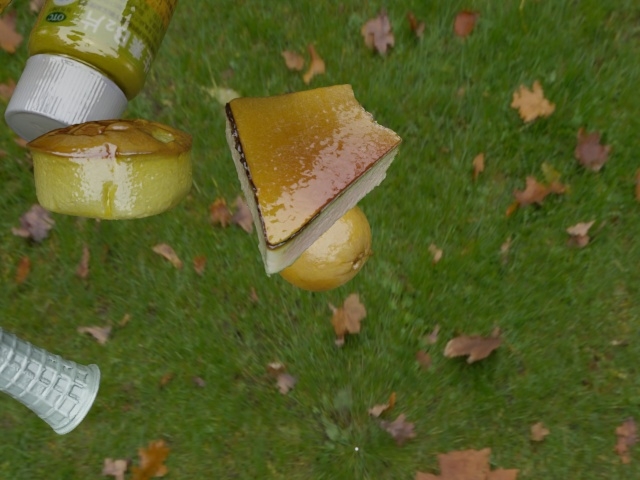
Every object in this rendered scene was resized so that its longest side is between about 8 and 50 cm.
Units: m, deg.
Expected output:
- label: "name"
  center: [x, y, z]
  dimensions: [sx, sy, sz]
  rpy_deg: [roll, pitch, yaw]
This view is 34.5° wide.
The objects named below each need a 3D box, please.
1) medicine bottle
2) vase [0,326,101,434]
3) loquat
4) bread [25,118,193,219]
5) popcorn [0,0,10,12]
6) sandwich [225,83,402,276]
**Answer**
- label: "medicine bottle"
  center: [-0.419, -0.354, 1.895]
  dimensions: [0.224, 0.224, 0.384]
  rpy_deg: [17, 71, 5]
- label: "vase"
  center: [-0.553, 0.219, 1.839]
  dimensions: [0.299, 0.143, 0.143]
  rpy_deg: [37, 80, -30]
- label: "loquat"
  center: [0.000, 0.000, 1.329]
  dimensions: [0.141, 0.141, 0.141]
  rpy_deg: [0, 79, 2]
- label: "bread"
  center: [-0.335, -0.123, 1.661]
  dimensions: [0.269, 0.270, 0.148]
  rpy_deg: [2, 104, 2]
- label: "popcorn"
  center: [-0.519, -0.395, 1.464]
  dimensions: [0.190, 0.253, 0.191]
  rpy_deg: [3, 90, 3]
- label: "sandwich"
  center: [0.002, -0.067, 1.001]
  dimensions: [0.162, 0.058, 0.193]
  rpy_deg: [-10, 53, -11]
